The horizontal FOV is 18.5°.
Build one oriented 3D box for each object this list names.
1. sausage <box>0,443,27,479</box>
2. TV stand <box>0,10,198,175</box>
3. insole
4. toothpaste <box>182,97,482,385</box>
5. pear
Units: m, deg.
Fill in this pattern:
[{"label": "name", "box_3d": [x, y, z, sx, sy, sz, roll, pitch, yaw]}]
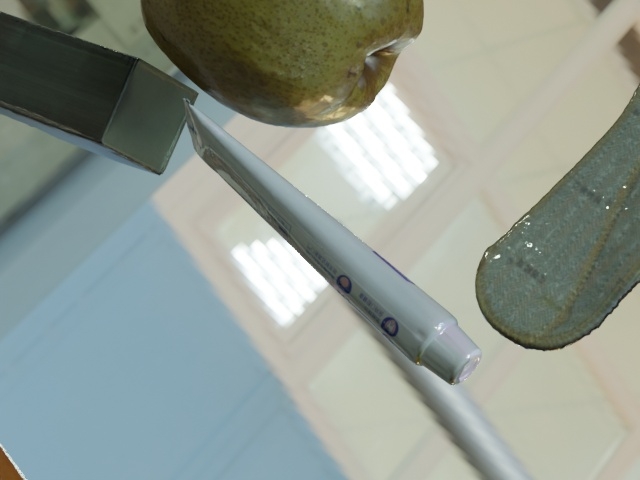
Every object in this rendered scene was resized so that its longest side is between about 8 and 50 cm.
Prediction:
[{"label": "sausage", "box_3d": [-0.267, 0.174, 1.552, 0.131, 0.039, 0.041, 48, 0, 33]}, {"label": "TV stand", "box_3d": [-0.238, -0.138, 1.677, 0.269, 0.082, 0.088, 22, -3, 38]}, {"label": "insole", "box_3d": [0.218, -0.076, 1.155, 0.119, 0.348, 0.009, 36, -10, 34]}, {"label": "toothpaste", "box_3d": [0.000, 0.000, 1.052, 0.218, 0.033, 0.052, 41, -19, 22]}, {"label": "pear", "box_3d": [-0.027, -0.188, 1.501, 0.211, 0.188, 0.228, 28, -9, 4]}]
